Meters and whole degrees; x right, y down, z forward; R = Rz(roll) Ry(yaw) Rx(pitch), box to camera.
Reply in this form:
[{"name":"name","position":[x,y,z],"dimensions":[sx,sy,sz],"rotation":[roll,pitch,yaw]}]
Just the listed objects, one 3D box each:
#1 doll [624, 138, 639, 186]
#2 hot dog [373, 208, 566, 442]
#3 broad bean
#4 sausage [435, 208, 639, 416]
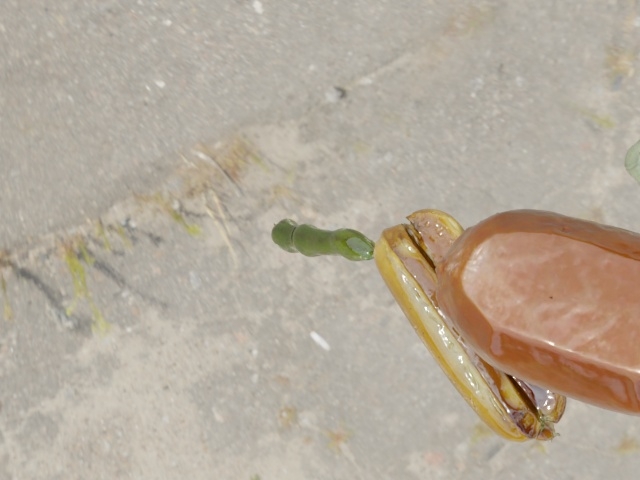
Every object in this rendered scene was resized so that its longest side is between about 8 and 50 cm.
[{"name":"doll","position":[0.522,-0.072,1.367],"dimensions":[0.274,0.155,0.113],"rotation":[3,102,14]},{"name":"hot dog","position":[0.188,0.118,1.373],"dimensions":[0.135,0.100,0.337],"rotation":[-29,81,-36]},{"name":"broad bean","position":[-0.001,0.000,1.584],"dimensions":[0.052,0.256,0.052],"rotation":[4,93,-37]},{"name":"sausage","position":[0.230,0.061,0.942],"dimensions":[0.267,0.141,0.153],"rotation":[17,81,15]}]
